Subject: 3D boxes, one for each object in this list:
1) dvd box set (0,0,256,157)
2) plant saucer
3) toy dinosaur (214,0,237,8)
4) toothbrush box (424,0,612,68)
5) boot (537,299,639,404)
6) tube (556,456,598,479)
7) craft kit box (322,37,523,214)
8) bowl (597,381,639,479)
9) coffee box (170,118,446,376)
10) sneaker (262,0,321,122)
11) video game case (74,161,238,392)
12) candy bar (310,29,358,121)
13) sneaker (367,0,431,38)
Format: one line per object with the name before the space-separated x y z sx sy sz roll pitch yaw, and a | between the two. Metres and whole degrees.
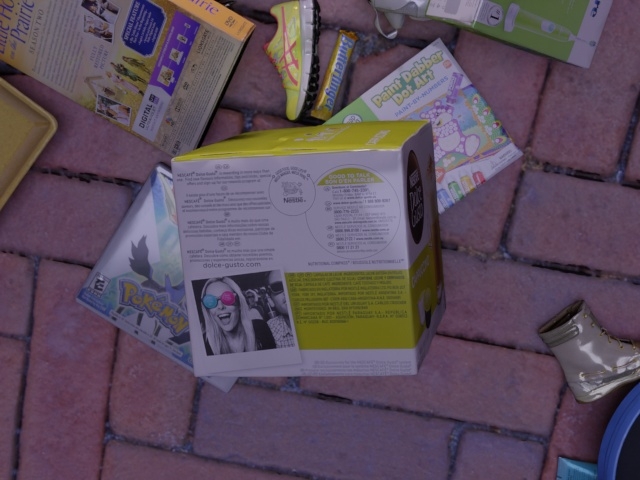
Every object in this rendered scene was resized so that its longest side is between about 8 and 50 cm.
dvd box set | -0.344 -0.332 1.586 0.420 0.062 0.307 29 137 -3
plant saucer | -0.667 -0.176 1.699 0.333 0.081 0.333 37 100 -5
toy dinosaur | -0.148 -0.467 1.604 0.121 0.160 0.313 35 89 23
toothbrush box | 0.326 -0.406 1.526 0.283 0.122 0.206 7 105 -37
boot | 0.511 0.173 1.733 0.213 0.077 0.165 -31 96 8
tube | 0.539 0.447 1.802 0.207 0.052 0.080 4 97 5
craft kit box | 0.173 -0.172 1.669 0.250 0.061 0.246 -37 91 5
bowl | 0.664 0.386 1.719 0.391 0.077 0.391 -3 103 -15
coffee box | 0.000 0.000 1.519 0.338 0.337 0.334 -2 102 14
sneaker | -0.052 -0.305 1.659 0.094 0.081 0.208 4 96 10
video game case | -0.227 0.070 1.756 0.329 0.036 0.300 32 101 -4
candy bar | 0.025 -0.284 1.679 0.040 0.018 0.161 14 103 -28
sneaker | 0.205 -0.488 1.583 0.366 0.137 0.210 -28 106 4
